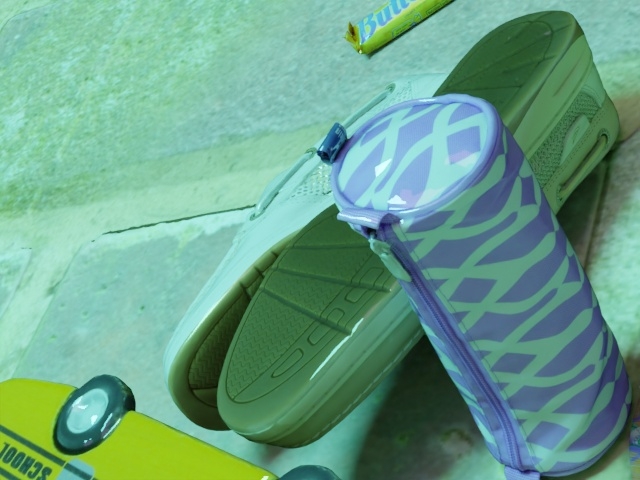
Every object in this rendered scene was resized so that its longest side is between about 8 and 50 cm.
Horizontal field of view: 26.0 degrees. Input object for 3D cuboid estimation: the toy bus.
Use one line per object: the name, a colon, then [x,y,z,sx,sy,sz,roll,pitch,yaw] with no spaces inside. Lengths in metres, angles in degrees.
toy bus: [-0.080,0.165,0.723,0.333,0.108,0.130,14,63,48]

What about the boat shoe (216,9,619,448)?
boat shoe: [0.066,0.006,0.763,0.109,0.098,0.302,10,55,52]

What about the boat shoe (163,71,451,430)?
boat shoe: [0.000,0.000,0.840,0.277,0.098,0.096,-44,35,-20]

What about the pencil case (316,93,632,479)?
pencil case: [0.079,0.026,0.649,0.086,0.206,0.088,-3,47,38]

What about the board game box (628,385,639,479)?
board game box: [0.213,0.074,0.622,0.169,0.033,0.133,-33,37,11]

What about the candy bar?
candy bar: [0.086,-0.186,1.014,0.161,0.018,0.040,-32,37,10]
